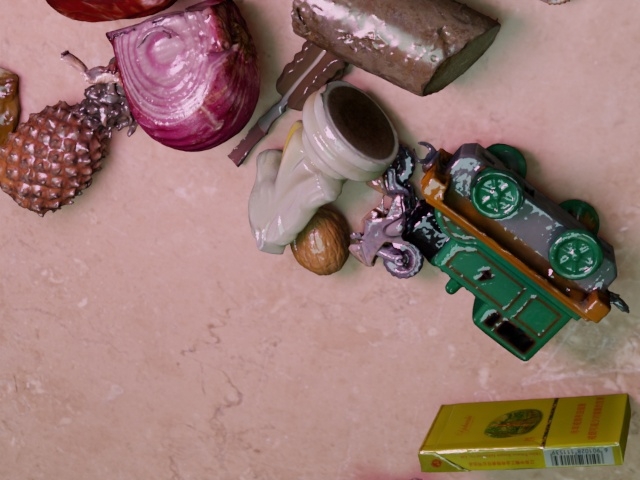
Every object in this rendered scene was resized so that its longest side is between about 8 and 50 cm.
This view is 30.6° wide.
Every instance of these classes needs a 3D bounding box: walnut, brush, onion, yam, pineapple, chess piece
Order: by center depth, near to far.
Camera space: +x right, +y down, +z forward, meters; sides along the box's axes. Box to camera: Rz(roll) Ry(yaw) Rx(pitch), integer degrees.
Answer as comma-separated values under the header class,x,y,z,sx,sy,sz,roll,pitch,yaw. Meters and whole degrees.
class,x,y,z,sx,sy,sz,roll,pitch,yaw
yam,0.107,-0.332,1.796,0.304,0.168,0.168,28,118,6
walnut,-0.346,-0.447,1.848,0.269,0.243,0.222,-16,86,34
onion,-0.206,-0.261,1.878,0.272,0.256,0.231,-13,102,42
chess piece,-0.024,-0.114,1.925,0.176,0.176,0.298,47,126,-4
brush,-0.061,-0.227,1.959,0.084,0.071,0.301,50,124,10
walnut,0.000,0.000,2.010,0.105,0.105,0.125,-1,118,19
pineapple,-0.418,-0.203,2.044,0.175,0.175,0.361,43,109,-2

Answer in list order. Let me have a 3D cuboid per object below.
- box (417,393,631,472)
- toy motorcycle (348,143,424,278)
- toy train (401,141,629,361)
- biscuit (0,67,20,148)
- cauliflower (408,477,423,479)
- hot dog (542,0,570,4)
class,x,y,z,sx,sy,sz,roll,pitch,yaw
box,0.346,0.324,1.975,0.334,0.187,0.047,-6,107,21
toy motorcycle,0.102,-0.046,1.959,0.129,0.094,0.229,-1,101,24
toy train,0.293,0.014,1.857,0.429,0.178,0.249,37,113,-4
biscuit,-0.694,-0.253,2.156,0.335,0.078,0.329,-22,107,28
cauliflower,0.142,0.571,2.108,0.315,0.238,0.257,19,130,61
hot dog,0.311,-0.403,1.713,0.192,0.053,0.099,18,128,-28
